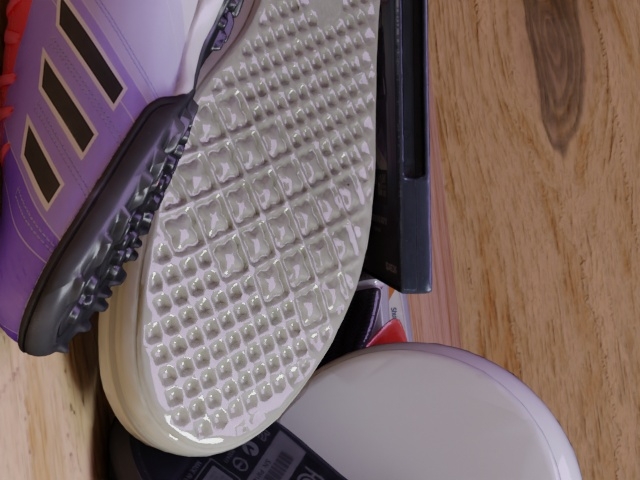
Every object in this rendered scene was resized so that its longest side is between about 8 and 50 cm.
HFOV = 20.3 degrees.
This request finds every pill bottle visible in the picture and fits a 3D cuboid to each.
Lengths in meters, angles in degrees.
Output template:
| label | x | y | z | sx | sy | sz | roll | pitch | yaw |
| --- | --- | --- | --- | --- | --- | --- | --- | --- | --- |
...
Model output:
| label | x | y | z | sx | sy | sz | roll | pitch | yaw |
| --- | --- | --- | --- | --- | --- | --- | --- | --- | --- |
| pill bottle | 0.065 | 0.187 | 1.215 | 0.392 | 0.224 | 0.224 | 60 | 25 | -79 |

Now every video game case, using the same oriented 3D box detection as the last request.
| label | x | y | z | sx | sy | sz | roll | pitch | yaw |
| --- | --- | --- | --- | --- | --- | --- | --- | --- | --- |
| video game case | 0.048 | -0.108 | 1.202 | 0.196 | 0.026 | 0.274 | -152 | -120 | -83 |

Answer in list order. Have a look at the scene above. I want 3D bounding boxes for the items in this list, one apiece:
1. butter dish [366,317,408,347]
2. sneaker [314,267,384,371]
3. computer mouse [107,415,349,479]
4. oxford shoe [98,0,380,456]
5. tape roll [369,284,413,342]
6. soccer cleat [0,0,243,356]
| label | x | y | z | sx | sy | sz | roll | pitch | yaw |
| --- | --- | --- | --- | --- | --- | --- | --- | --- | --- |
| butter dish | 0.067 | 0.177 | 1.499 | 0.160 | 0.118 | 0.160 | -44 | 139 | -31 |
| sneaker | 0.000 | 0.000 | 1.408 | 0.162 | 0.106 | 0.281 | 72 | 15 | -68 |
| computer mouse | -0.010 | 0.188 | 0.953 | 0.072 | 0.272 | 0.188 | -56 | 174 | 37 |
| oxford shoe | -0.057 | -0.077 | 1.032 | 0.169 | 0.130 | 0.449 | 38 | 48 | -41 |
| tape roll | 0.039 | 0.090 | 1.675 | 0.219 | 0.072 | 0.219 | -6 | 90 | -81 |
| soccer cleat | -0.110 | -0.089 | 0.861 | 0.108 | 0.116 | 0.318 | 118 | -8 | -58 |
